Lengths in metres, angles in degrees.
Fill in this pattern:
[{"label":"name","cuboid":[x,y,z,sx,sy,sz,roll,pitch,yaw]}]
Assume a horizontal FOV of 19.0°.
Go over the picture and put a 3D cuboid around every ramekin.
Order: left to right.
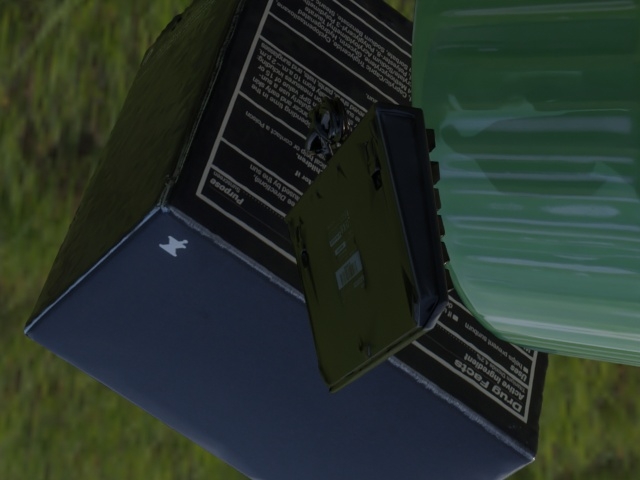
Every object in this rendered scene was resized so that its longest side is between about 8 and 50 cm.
[{"label":"ramekin","cuboid":[0.163,-0.079,0.933,0.148,0.303,0.303,2,152,28]}]

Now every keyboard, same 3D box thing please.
[{"label":"keyboard","cuboid":[0.016,-0.006,0.727,0.023,0.108,0.180,-10,170,-14]}]

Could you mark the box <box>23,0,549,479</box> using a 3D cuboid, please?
[{"label":"box","cuboid":[0.000,0.000,1.290,0.296,0.294,0.183,35,132,-17]}]
